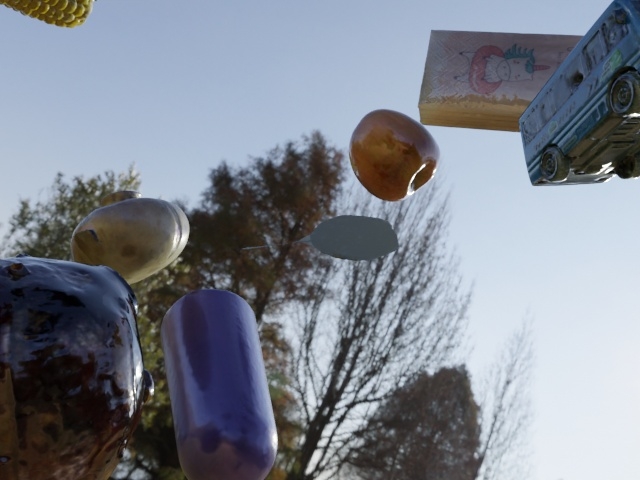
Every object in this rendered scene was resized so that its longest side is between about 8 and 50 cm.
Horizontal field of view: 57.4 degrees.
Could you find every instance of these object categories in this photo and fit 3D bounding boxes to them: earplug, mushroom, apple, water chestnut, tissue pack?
[{"bbox_3d":[-0.196,0.292,1.142,0.215,0.215,0.456,37,10,-28],"label":"earplug"},{"bbox_3d":[-0.393,-0.009,1.206,0.255,0.184,0.255,-12,-12,-3],"label":"mushroom"},{"bbox_3d":[0.198,-0.242,1.651,0.241,0.242,0.242,45,-10,27],"label":"apple"},{"bbox_3d":[-0.382,0.172,0.665,0.347,0.334,0.335,-3,1,-39],"label":"water chestnut"},{"bbox_3d":[0.337,-0.264,0.976,0.326,0.170,0.071,8,-20,16],"label":"tissue pack"}]

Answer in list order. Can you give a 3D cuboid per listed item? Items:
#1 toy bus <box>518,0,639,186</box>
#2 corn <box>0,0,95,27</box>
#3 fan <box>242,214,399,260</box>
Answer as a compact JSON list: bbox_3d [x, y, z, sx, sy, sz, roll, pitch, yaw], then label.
[{"bbox_3d":[0.324,-0.156,0.645,0.114,0.134,0.246,-3,-22,-10],"label":"toy bus"},{"bbox_3d":[-0.295,-0.249,0.457,0.081,0.081,0.249,7,-6,40],"label":"corn"},{"bbox_3d":[0.000,0.001,1.157,0.311,0.182,0.010,-6,-59,-8],"label":"fan"}]
